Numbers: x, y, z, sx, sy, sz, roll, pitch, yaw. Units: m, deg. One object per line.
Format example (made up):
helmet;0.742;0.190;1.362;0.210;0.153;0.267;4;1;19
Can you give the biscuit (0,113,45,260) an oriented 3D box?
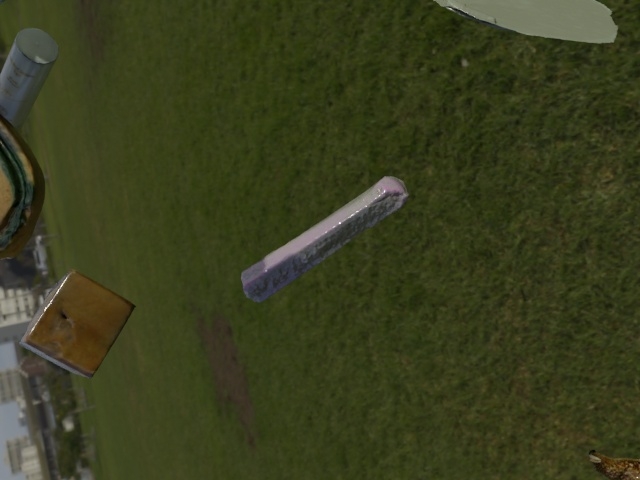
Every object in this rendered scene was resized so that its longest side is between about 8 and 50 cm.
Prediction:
biscuit;-0.565;-0.088;0.954;0.344;0.287;0.057;40;-176;6

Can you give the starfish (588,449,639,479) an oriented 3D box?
starfish;0.411;0.290;0.828;0.146;0.074;0.189;-3;91;30

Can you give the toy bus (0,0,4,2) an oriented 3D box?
toy bus;-0.689;-0.455;1.296;0.089;0.194;0.087;1;137;42

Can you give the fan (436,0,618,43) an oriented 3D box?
fan;0.093;-0.217;0.564;0.182;0.310;0.010;-70;-6;-54

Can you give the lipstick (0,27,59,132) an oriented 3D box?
lipstick;-0.451;-0.218;1.002;0.264;0.059;0.059;-30;72;48

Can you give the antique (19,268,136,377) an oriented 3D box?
antique;-0.322;0.111;0.866;0.310;0.087;0.093;-18;42;63

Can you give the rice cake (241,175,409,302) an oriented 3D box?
rice cake;0.000;-0.001;1.344;0.064;0.399;0.070;52;-171;-28
